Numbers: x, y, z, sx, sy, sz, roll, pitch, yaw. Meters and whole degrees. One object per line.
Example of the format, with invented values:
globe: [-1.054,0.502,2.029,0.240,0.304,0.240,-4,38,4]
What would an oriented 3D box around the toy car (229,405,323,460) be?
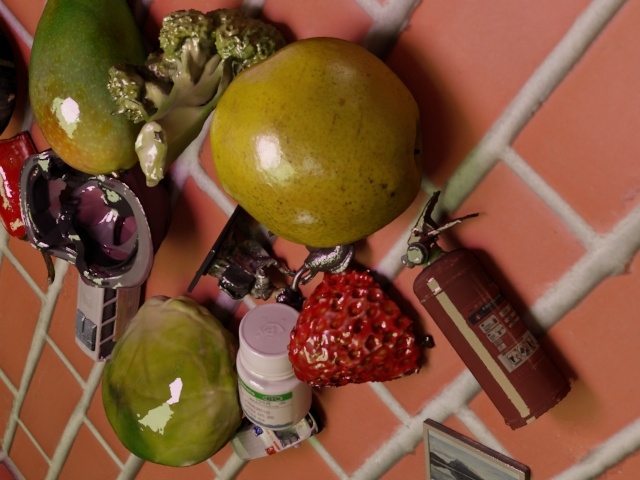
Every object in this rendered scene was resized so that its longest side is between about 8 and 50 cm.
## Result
toy car: [-0.088,0.364,1.934,0.209,0.108,0.089,-26,94,52]

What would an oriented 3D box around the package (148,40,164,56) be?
package: [-0.276,-0.302,1.757,0.083,0.022,0.200,58,144,2]

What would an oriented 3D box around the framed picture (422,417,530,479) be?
framed picture: [0.254,0.391,1.646,0.203,0.015,0.150,22,130,38]

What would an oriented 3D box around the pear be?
pear: [0.004,-0.130,1.368,0.294,0.294,0.294,28,133,34]

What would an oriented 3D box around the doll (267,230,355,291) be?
doll: [0.000,0.000,1.613,0.165,0.057,0.139,-37,59,28]

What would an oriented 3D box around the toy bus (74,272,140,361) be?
toy bus: [-0.450,0.120,2.147,0.097,0.138,0.343,38,136,21]

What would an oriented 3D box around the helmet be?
helmet: [-0.406,-0.066,1.923,0.338,0.197,0.271,22,122,19]

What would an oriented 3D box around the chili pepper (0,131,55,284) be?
chili pepper: [-0.656,-0.066,2.247,0.131,0.134,0.338,-18,98,48]

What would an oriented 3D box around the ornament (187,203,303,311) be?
ornament: [-0.106,0.053,1.774,0.196,0.153,0.166,32,142,-5]

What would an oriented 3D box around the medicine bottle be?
medicine bottle: [-0.082,0.224,1.775,0.139,0.139,0.237,37,150,26]

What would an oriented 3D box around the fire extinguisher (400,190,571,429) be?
fire extinguisher: [0.228,0.090,1.408,0.147,0.106,0.337,-37,85,27]

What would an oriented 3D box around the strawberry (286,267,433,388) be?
strawberry: [0.038,0.171,1.612,0.234,0.178,0.234,34,143,30]

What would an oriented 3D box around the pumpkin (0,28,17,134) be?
pumpkin: [-0.774,-0.336,2.095,0.323,0.241,0.323,17,114,45]

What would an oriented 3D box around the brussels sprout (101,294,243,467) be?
brussels sprout: [-0.271,0.276,1.952,0.344,0.344,0.268,7,157,46]

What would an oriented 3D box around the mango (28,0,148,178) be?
mango: [-0.388,-0.295,1.696,0.201,0.225,0.382,-14,75,29]

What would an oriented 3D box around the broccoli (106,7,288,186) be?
broccoli: [-0.215,-0.247,1.505,0.254,0.302,0.186,22,132,43]
